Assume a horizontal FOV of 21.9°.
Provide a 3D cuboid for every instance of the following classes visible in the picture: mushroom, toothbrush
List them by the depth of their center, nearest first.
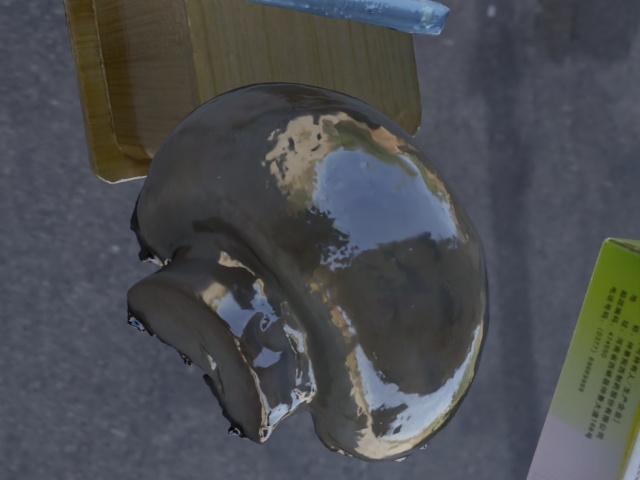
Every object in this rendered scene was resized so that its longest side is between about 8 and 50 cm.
[{"bbox_3d":[-0.049,-0.117,0.728,0.219,0.019,0.016,10,90,-11],"label":"toothbrush"},{"bbox_3d":[0.000,0.000,0.742,0.141,0.188,0.117,-33,158,-39],"label":"mushroom"}]

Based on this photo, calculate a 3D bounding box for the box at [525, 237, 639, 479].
[{"bbox_3d":[0.195,0.130,0.991,0.175,0.062,0.260,3,107,-52],"label":"box"}]

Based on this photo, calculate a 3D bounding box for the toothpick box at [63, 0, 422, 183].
[{"bbox_3d":[-0.056,-0.136,1.158,0.190,0.308,0.187,-9,98,-18],"label":"toothpick box"}]
